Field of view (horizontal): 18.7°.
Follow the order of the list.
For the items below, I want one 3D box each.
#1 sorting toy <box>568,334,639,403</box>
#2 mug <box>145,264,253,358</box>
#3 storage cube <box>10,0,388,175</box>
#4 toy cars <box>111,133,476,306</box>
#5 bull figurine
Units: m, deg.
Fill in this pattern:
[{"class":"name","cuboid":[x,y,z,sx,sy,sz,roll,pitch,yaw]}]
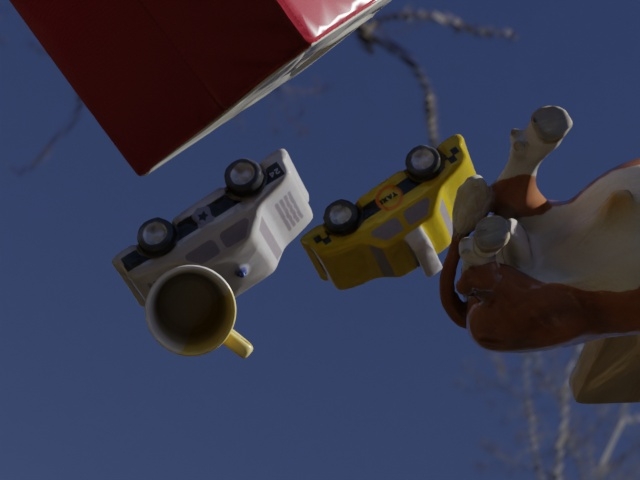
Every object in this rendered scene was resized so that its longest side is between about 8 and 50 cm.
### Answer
[{"class":"sorting toy","cuboid":[0.361,0.021,1.689,0.255,0.089,0.257,0,-46,-20]},{"class":"mug","cuboid":[-0.089,0.054,1.355,0.064,0.062,0.078,-155,-136,-84]},{"class":"storage cube","cuboid":[-0.065,-0.189,1.208,0.184,0.215,0.193,-34,-88,42]},{"class":"toy cars","cuboid":[0.000,0.000,1.794,0.087,0.394,0.176,54,-45,34]},{"class":"bull figurine","cuboid":[0.214,-0.014,1.111,0.310,0.101,0.188,-19,-32,5]}]
